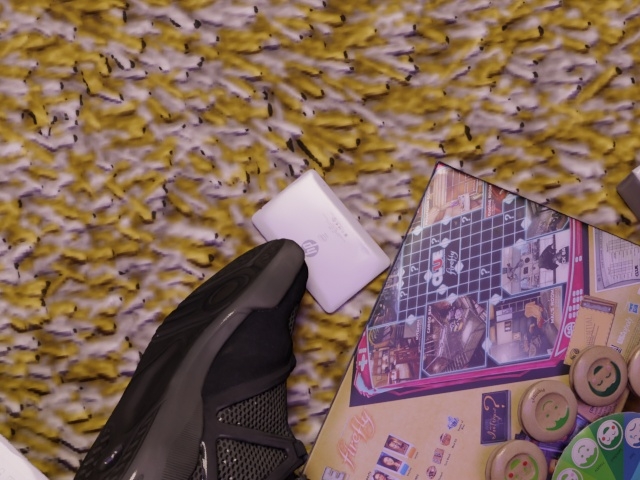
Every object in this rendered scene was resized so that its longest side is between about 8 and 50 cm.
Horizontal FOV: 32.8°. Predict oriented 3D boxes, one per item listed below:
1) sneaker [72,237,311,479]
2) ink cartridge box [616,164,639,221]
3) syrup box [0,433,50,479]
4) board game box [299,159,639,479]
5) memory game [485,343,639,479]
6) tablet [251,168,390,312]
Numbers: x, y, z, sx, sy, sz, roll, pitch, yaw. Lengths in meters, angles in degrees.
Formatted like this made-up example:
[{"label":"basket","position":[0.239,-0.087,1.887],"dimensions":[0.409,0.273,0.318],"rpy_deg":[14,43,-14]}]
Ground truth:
[{"label":"sneaker","position":[-0.046,0.106,0.646],"dimensions":[0.130,0.087,0.227],"rpy_deg":[48,41,-24]},{"label":"ink cartridge box","position":[0.272,-0.037,0.678],"dimensions":[0.135,0.056,0.099],"rpy_deg":[-34,81,-2]},{"label":"syrup box","position":[-0.188,0.131,0.515],"dimensions":[0.237,0.093,0.096],"rpy_deg":[42,65,7]},{"label":"board game box","position":[0.098,0.094,0.674],"dimensions":[0.165,0.042,0.243],"rpy_deg":[24,83,6]},{"label":"memory game","position":[0.180,0.151,0.641],"dimensions":[0.186,0.012,0.186],"rpy_deg":[0,91,-19]},{"label":"tablet","position":[0.000,0.000,0.712],"dimensions":[0.054,0.006,0.083],"rpy_deg":[-39,81,-3]}]
